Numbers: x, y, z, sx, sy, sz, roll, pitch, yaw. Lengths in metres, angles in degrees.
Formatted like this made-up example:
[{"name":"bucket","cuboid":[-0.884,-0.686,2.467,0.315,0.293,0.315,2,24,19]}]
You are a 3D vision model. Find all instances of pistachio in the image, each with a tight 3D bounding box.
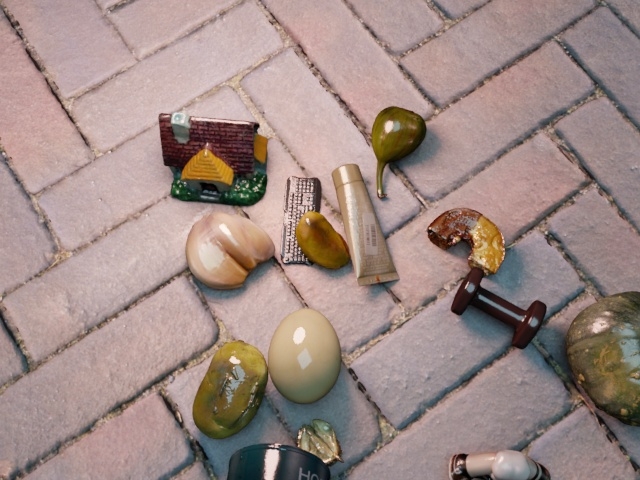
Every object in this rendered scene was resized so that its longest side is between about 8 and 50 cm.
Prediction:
[{"name":"pistachio","cuboid":[-0.001,0.003,1.926,0.110,0.100,0.189,-42,115,3]}]

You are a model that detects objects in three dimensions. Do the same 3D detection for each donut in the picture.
[{"name":"donut","cuboid":[0.406,0.001,1.944,0.217,0.085,0.141,39,75,11]}]

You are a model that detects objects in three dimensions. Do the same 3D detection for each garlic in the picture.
[{"name":"garlic","cuboid":[-0.265,0.018,1.925,0.228,0.110,0.217,39,79,12]}]

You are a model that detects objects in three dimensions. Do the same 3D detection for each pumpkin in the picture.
[{"name":"pumpkin","cuboid":[0.771,0.299,1.756,0.291,0.257,0.327,-7,64,-16]}]

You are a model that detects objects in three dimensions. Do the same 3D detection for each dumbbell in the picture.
[{"name":"dumbbell","cuboid":[0.463,0.176,1.858,0.225,0.140,0.124,30,32,8]}]

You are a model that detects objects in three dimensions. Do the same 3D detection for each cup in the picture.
[{"name":"cup","cuboid":[-0.103,0.665,1.607,0.242,0.308,0.292,-6,42,13]}]

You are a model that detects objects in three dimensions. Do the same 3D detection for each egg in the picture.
[{"name":"egg","cuboid":[-0.040,0.289,1.792,0.186,0.186,0.241,0,62,0]}]

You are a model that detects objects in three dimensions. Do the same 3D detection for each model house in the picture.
[{"name":"model house","cuboid":[-0.288,-0.248,1.938,0.280,0.249,0.230,4,72,1]}]

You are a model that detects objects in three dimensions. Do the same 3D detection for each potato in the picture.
[{"name":"potato","cuboid":[-0.224,0.376,1.782,0.169,0.143,0.248,21,76,33]}]

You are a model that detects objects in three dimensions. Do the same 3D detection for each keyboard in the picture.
[{"name":"keyboard","cuboid":[-0.056,-0.059,1.997,0.106,0.016,0.262,3,71,1]}]

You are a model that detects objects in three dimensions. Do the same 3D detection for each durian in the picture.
[{"name":"durian","cuboid":[0.006,0.517,1.775,0.140,0.071,0.110,34,68,27]}]

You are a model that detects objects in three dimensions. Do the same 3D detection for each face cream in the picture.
[{"name":"face cream","cuboid":[0.113,-0.043,1.961,0.137,0.084,0.341,-7,72,-30]}]

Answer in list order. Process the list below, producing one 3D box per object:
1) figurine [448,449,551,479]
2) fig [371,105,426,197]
[{"name":"figurine","cuboid":[0.431,0.663,1.663,0.320,0.196,0.323,6,61,-5]},{"name":"fig","cuboid":[0.195,-0.254,2.032,0.151,0.151,0.259,25,100,8]}]
